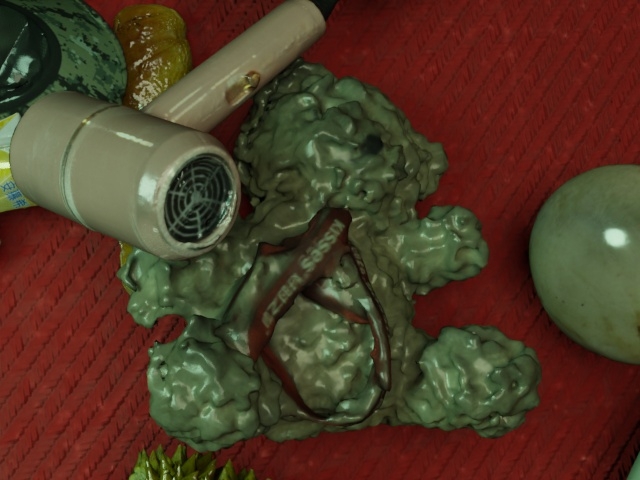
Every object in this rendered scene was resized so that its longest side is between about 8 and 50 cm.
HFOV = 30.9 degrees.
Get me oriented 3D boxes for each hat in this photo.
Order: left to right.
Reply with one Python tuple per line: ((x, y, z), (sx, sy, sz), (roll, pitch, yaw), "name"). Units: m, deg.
((-0.306, -0.177, 1.019), (0.265, 0.265, 0.128), (-5, 54, -11), "hat")

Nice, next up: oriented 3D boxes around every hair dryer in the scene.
((-0.081, -0.128, 0.990), (0.344, 0.189, 0.107), (-45, 134, -28), "hair dryer")

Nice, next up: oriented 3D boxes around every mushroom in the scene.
((0.309, 0.005, 1.109), (0.207, 0.207, 0.215), (39, 46, -4), "mushroom")

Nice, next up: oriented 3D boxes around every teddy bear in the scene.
((0.000, 0.000, 1.032), (0.357, 0.224, 0.368), (2, 78, -20), "teddy bear")

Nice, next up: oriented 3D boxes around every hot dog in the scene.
((-0.154, -0.083, 1.087), (0.087, 0.061, 0.286), (-5, 86, -22), "hot dog")

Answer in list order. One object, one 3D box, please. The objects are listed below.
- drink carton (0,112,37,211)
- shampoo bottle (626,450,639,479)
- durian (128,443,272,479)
((-0.292, -0.060, 1.016), (0.200, 0.084, 0.075), (-16, 55, 2), "drink carton")
((0.426, 0.173, 1.109), (0.222, 0.151, 0.350), (35, 79, -28), "shampoo bottle")
((-0.111, 0.287, 0.979), (0.172, 0.306, 0.166), (26, 36, -5), "durian")
